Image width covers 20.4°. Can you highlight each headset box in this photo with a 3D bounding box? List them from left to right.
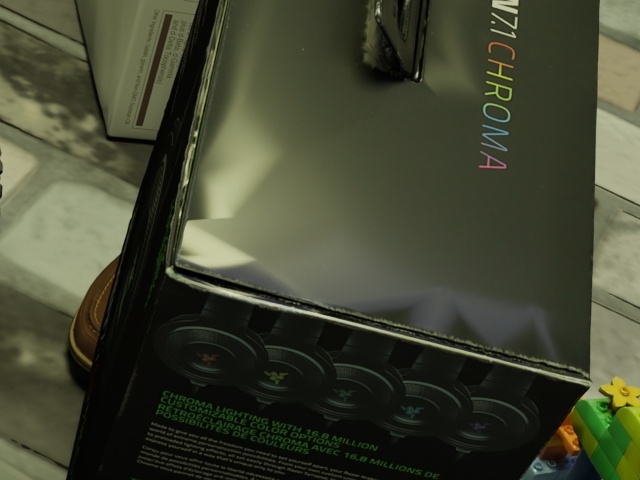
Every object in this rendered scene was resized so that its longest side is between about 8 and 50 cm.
[{"bbox_3d":[0.000,0.000,0.654,0.131,0.283,0.246,15,52,-8],"label":"headset box"}]

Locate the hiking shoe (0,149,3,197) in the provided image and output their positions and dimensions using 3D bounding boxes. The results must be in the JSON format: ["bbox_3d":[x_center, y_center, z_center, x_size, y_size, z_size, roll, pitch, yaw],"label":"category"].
[{"bbox_3d":[-0.197,0.015,0.746,0.114,0.086,0.227,9,41,-17],"label":"hiking shoe"}]

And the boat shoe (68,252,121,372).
[{"bbox_3d":[-0.060,0.006,0.850,0.064,0.060,0.178,30,37,13],"label":"boat shoe"}]

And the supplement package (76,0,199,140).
[{"bbox_3d":[-0.036,-0.213,0.973,0.145,0.262,0.204,5,39,-21],"label":"supplement package"}]

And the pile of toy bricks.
[{"bbox_3d":[0.132,0.114,0.766,0.118,0.105,0.212,-3,42,-29],"label":"pile of toy bricks"}]
